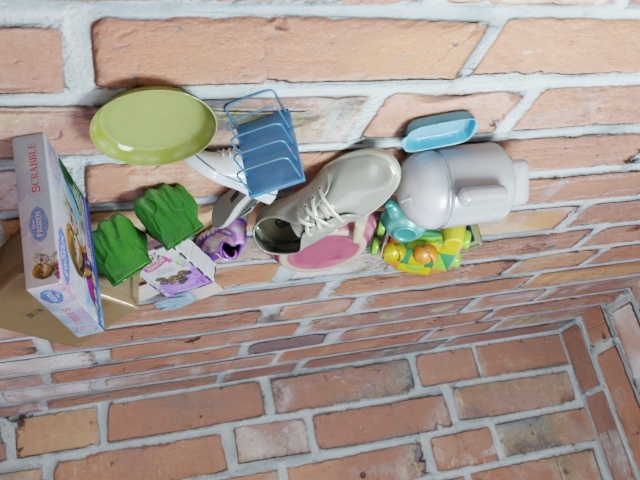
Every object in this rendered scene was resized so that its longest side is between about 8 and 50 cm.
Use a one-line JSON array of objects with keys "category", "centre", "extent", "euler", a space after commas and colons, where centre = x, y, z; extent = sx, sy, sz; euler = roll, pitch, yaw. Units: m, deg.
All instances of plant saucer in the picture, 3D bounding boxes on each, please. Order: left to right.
[{"category": "plant saucer", "centre": [-0.321, -0.225, 1.419], "extent": [0.240, 0.037, 0.241], "euler": [-11, 154, -5]}, {"category": "plant saucer", "centre": [0.000, 0.000, 2.077], "extent": [0.332, 0.084, 0.332], "euler": [-10, 153, -5]}]

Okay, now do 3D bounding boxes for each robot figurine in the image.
[{"category": "robot figurine", "centre": [0.338, -0.134, 1.817], "extent": [0.353, 0.200, 0.300], "euler": [-7, -168, -15]}]

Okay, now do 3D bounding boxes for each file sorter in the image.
[{"category": "file sorter", "centre": [-0.115, -0.193, 1.457], "extent": [0.118, 0.170, 0.104], "euler": [-17, 155, 10]}]

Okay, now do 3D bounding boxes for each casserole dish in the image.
[{"category": "casserole dish", "centre": [0.273, -0.256, 1.707], "extent": [0.188, 0.037, 0.114], "euler": [-12, 158, -6]}]

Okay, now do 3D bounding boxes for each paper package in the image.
[{"category": "paper package", "centre": [-0.644, 0.111, 1.815], "extent": [0.309, 0.168, 0.324], "euler": [24, 139, -35]}]

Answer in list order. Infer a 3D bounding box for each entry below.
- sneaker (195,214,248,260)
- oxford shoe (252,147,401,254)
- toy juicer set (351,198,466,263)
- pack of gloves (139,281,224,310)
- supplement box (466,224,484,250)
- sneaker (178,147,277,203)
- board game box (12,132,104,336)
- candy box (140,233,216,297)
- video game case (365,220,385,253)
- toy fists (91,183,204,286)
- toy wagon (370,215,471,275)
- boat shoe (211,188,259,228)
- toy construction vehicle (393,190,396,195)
[{"category": "sneaker", "centre": [-0.260, 0.014, 1.963], "extent": [0.095, 0.105, 0.236], "euler": [0, 156, -33]}, {"category": "oxford shoe", "centre": [0.005, -0.078, 1.796], "extent": [0.449, 0.130, 0.169], "euler": [-26, 111, 32]}, {"category": "toy juicer set", "centre": [0.207, -0.032, 1.976], "extent": [0.328, 0.090, 0.209], "euler": [19, 144, -20]}, {"category": "pack of gloves", "centre": [-0.444, 0.139, 2.271], "extent": [0.232, 0.046, 0.195], "euler": [-22, 145, 13]}, {"category": "supplement box", "centre": [0.466, -0.019, 2.330], "extent": [0.056, 0.083, 0.083], "euler": [-24, 157, 28]}, {"category": "sneaker", "centre": [-0.191, -0.166, 1.609], "extent": [0.258, 0.094, 0.091], "euler": [22, 103, -40]}, {"category": "board game box", "centre": [-0.525, 0.000, 1.490], "extent": [0.065, 0.319, 0.318], "euler": [-12, 159, -6]}, {"category": "candy box", "centre": [-0.399, 0.057, 1.940], "extent": [0.164, 0.070, 0.196], "euler": [-18, 138, 23]}, {"category": "video game case", "centre": [0.203, -0.017, 2.263], "extent": [0.193, 0.023, 0.212], "euler": [-23, 156, 22]}, {"category": "toy fists", "centre": [-0.410, -0.022, 1.702], "extent": [0.279, 0.142, 0.096], "euler": [-34, 180, 1]}, {"category": "toy wagon", "centre": [0.291, -0.008, 2.110], "extent": [0.267, 0.068, 0.344], "euler": [9, 151, 0]}, {"category": "boat shoe", "centre": [-0.190, -0.091, 1.783], "extent": [0.070, 0.078, 0.219], "euler": [6, 149, -38]}, {"category": "toy construction vehicle", "centre": [0.200, -0.122, 1.945], "extent": [0.085, 0.035, 0.098], "euler": [-11, -168, 22]}]
